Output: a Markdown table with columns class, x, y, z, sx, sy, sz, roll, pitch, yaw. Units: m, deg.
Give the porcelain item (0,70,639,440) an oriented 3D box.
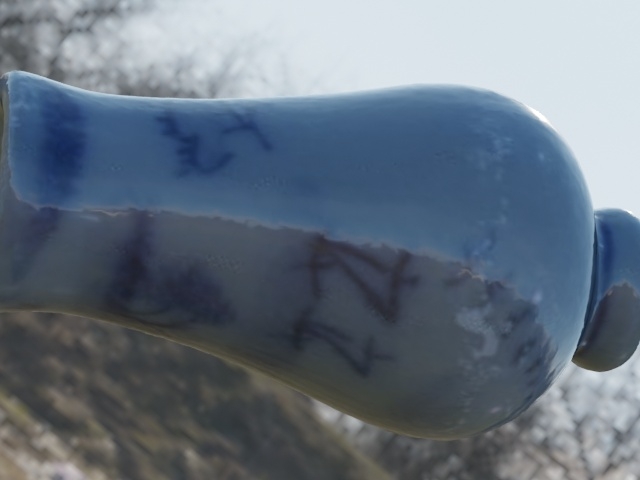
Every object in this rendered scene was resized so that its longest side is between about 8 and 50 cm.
| class | x | y | z | sx | sy | sz | roll | pitch | yaw |
| --- | --- | --- | --- | --- | --- | --- | --- | --- | --- |
| porcelain item | 0.000 | 0.000 | 0.742 | 0.259 | 0.141 | 0.141 | 9 | 2 | -18 |
